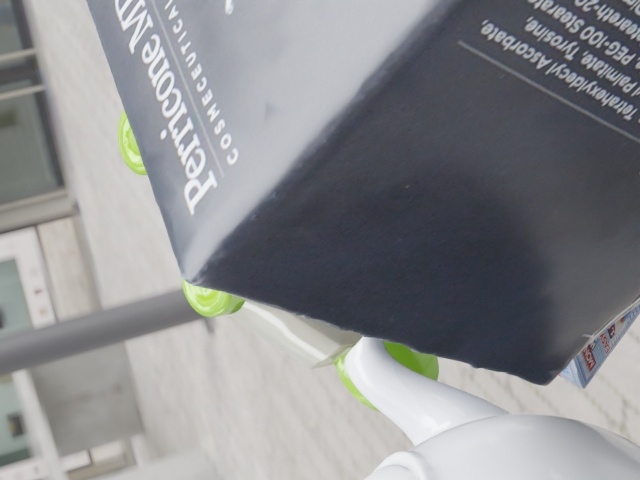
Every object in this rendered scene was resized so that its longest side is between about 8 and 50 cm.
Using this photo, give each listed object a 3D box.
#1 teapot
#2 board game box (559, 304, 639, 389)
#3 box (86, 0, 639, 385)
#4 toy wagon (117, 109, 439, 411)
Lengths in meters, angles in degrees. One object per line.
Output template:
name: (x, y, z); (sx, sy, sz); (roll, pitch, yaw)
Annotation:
teapot: (0.074, 0.206, 0.704); (0.256, 0.187, 0.252); (-143, 70, -74)
board game box: (0.156, 0.015, 0.904); (0.194, 0.194, 0.060); (-3, 127, 34)
box: (0.107, -0.265, 0.707); (0.472, 0.297, 0.480); (-47, 47, 27)
toy wagon: (0.000, 0.000, 1.001); (0.068, 0.267, 0.344); (-40, 68, 41)
